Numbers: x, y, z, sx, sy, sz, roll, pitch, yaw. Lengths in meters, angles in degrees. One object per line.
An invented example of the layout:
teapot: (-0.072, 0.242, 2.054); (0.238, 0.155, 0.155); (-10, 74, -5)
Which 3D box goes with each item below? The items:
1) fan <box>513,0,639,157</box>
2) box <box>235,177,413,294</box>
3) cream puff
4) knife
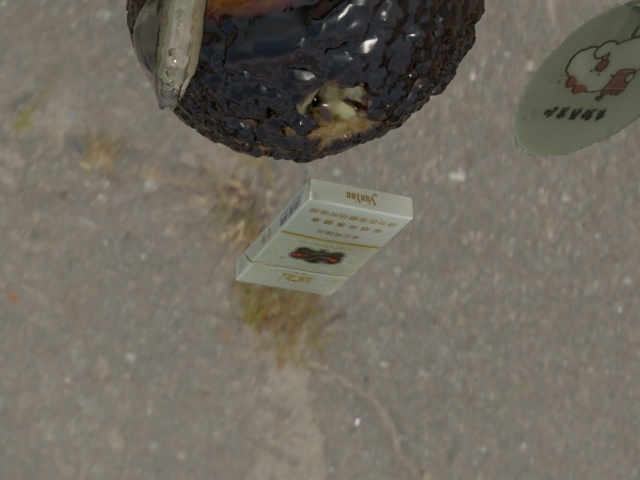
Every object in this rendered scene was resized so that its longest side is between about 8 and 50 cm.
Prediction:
fan: (0.287, -0.197, 1.364); (0.009, 0.329, 0.191); (44, 163, -27)
box: (0.000, 0.000, 1.267); (0.090, 0.024, 0.167); (10, 153, -21)
cream puff: (-0.002, -0.154, 0.983); (0.239, 0.239, 0.165); (-10, 139, 19)
knife: (-0.039, -0.224, 0.588); (0.043, 0.089, 0.365); (12, 110, 3)
